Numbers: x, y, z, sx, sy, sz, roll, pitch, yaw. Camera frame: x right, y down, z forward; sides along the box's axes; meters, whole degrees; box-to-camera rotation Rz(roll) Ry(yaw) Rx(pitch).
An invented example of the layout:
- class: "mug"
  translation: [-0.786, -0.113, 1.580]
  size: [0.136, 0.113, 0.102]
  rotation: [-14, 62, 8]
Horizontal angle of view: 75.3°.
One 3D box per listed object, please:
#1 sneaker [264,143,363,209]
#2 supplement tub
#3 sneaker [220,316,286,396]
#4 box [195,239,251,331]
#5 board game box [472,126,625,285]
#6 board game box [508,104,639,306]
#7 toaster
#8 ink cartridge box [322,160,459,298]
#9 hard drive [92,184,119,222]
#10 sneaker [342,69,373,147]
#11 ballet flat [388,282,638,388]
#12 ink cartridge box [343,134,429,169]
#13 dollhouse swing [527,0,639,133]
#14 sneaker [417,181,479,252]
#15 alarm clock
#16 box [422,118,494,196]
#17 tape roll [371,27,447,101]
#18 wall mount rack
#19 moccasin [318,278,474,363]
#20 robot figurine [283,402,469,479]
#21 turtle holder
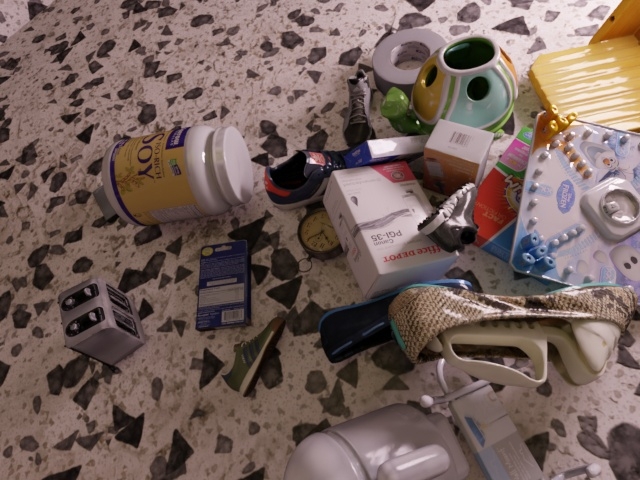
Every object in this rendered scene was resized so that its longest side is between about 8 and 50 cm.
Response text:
- class: "sneaker"
  translation: [0.018, -0.190, 1.077]
  size: [0.350, 0.148, 0.131]
  rotation: [-22, 62, 0]
- class: "supplement tub"
  translation: [-0.371, -0.174, 1.113]
  size: [0.331, 0.241, 0.241]
  rotation: [-8, 64, 10]
- class: "sneaker"
  translation: [-0.161, 0.253, 0.959]
  size: [0.086, 0.064, 0.192]
  rotation: [23, 76, 17]
- class: "box"
  translation: [-0.245, 0.113, 1.062]
  size: [0.136, 0.036, 0.225]
  rotation: [-9, 65, 9]
- class: "board game box"
  translation: [0.498, -0.090, 0.962]
  size: [0.242, 0.064, 0.316]
  rotation: [33, 77, 25]
- class: "board game box"
  translation: [0.628, -0.072, 0.866]
  size: [0.389, 0.050, 0.390]
  rotation: [16, 74, 6]
- class: "toaster"
  translation: [-0.531, 0.205, 1.019]
  size: [0.110, 0.186, 0.168]
  rotation: [-32, 54, -5]
- class: "ink cartridge box"
  translation: [0.154, -0.032, 0.954]
  size: [0.207, 0.117, 0.283]
  rotation: [-11, 60, -19]
- class: "hard drive"
  translation: [-0.639, -0.128, 1.280]
  size: [0.094, 0.022, 0.135]
  rotation: [-37, 62, -5]
- class: "sneaker"
  translation: [0.098, -0.380, 1.158]
  size: [0.086, 0.132, 0.229]
  rotation: [0, 65, 14]
- class: "ballet flat"
  translation: [0.362, 0.173, 0.726]
  size: [0.482, 0.164, 0.182]
  rotation: [2, 39, -7]
- class: "ink cartridge box"
  translation: [0.169, -0.215, 1.021]
  size: [0.207, 0.097, 0.046]
  rotation: [-14, 86, -33]
- class: "dollhouse swing"
  translation: [0.733, -0.432, 0.955]
  size: [0.304, 0.315, 0.347]
  rotation: [-4, 63, -11]
- class: "sneaker"
  translation: [0.296, -0.044, 0.888]
  size: [0.106, 0.078, 0.234]
  rotation: [49, 47, 4]
- class: "alarm clock"
  translation: [0.000, 0.000, 1.041]
  size: [0.129, 0.064, 0.192]
  rotation: [26, 70, 23]
- class: "box"
  translation: [0.322, -0.186, 0.990]
  size: [0.130, 0.170, 0.091]
  rotation: [23, 71, 22]
- class: "tape roll"
  translation: [0.263, -0.516, 1.217]
  size: [0.219, 0.072, 0.219]
  rotation: [-6, 65, 12]
- class: "wall mount rack"
  translation: [0.301, 0.345, 0.707]
  size: [0.304, 0.130, 0.350]
  rotation: [-8, 57, -31]
- class: "moccasin"
  translation: [0.167, 0.186, 0.886]
  size: [0.342, 0.138, 0.117]
  rotation: [-22, 49, 17]
- class: "robot figurine"
  translation: [0.085, 0.405, 0.700]
  size: [0.353, 0.300, 0.200]
  rotation: [-5, 55, -32]
- class: "turtle holder"
  translation: [0.328, -0.382, 1.050]
  size: [0.320, 0.227, 0.243]
  rotation: [9, 68, 17]
